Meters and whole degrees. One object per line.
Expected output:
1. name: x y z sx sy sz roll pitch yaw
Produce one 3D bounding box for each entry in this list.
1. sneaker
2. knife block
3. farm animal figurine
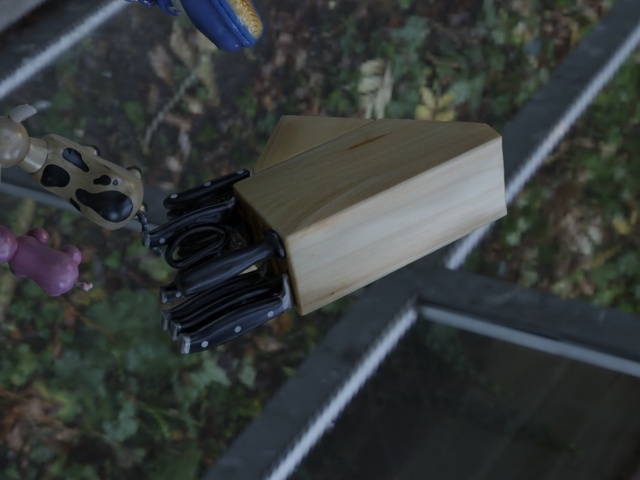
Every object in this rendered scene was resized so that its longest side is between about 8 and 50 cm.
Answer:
1. sneaker: -0.181 -0.253 1.192 0.131 0.296 0.112 -46 166 1
2. knife block: 0.000 0.000 1.094 0.242 0.275 0.088 -68 155 -45
3. farm animal figurine: -0.353 -0.070 1.225 0.172 0.330 0.327 -45 110 -83
